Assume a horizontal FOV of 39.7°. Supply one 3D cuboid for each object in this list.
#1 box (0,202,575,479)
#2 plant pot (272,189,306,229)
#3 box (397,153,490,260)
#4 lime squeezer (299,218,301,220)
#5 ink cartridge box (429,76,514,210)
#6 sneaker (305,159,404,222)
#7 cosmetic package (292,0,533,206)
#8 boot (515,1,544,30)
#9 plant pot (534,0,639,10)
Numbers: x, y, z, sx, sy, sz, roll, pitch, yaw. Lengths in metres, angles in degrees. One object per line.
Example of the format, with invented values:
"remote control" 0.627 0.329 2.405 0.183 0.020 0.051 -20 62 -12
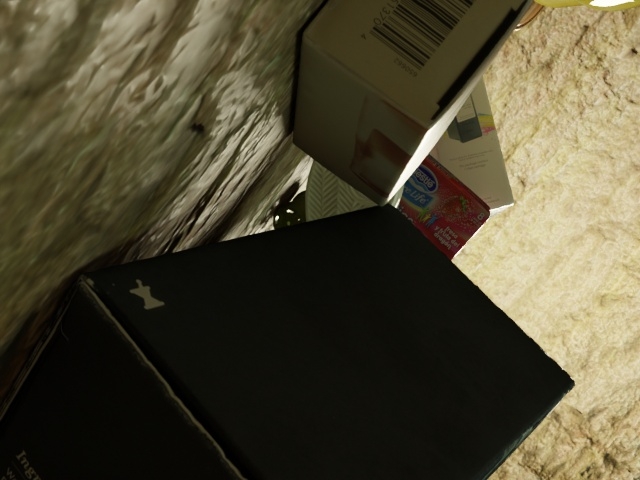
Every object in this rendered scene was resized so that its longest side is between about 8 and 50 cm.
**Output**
"box" -0.074 0.247 0.850 0.480 0.297 0.472 -16 145 -57
"plant pot" -0.029 -0.030 1.306 0.083 0.083 0.079 -53 165 24
"box" 0.149 -0.086 1.467 0.122 0.257 0.128 -49 177 13
"lime squeezer" -0.090 0.072 1.696 0.310 0.059 0.110 -52 177 15
"ink cartridge box" 0.242 -0.212 1.640 0.119 0.353 0.207 -13 175 -1
"sneaker" 0.048 -0.031 1.250 0.148 0.131 0.350 -52 155 -67
"cosmetic package" 0.069 -0.149 0.821 0.153 0.129 0.296 -52 177 -8
"boot" 0.411 -0.522 1.603 0.283 0.109 0.220 -54 178 8
"plant pot" 0.415 -0.463 1.355 0.254 0.254 0.239 -51 -169 -9
